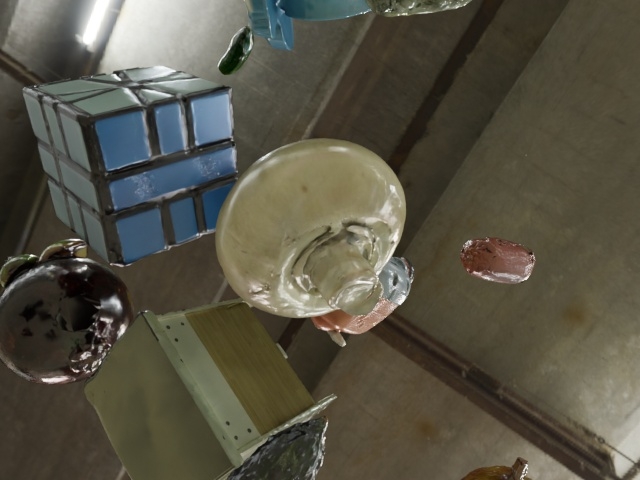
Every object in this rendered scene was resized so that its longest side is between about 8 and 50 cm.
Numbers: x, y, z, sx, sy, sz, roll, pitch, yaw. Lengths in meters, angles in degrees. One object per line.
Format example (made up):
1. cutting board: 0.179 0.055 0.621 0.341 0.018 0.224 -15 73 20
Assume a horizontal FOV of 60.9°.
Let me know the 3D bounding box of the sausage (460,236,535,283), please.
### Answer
1. sausage: 0.297 0.035 0.908 0.076 0.141 0.076 -26 -122 54

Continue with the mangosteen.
1. mangosteen: -0.570 0.163 1.197 0.310 0.311 0.312 3 -81 20

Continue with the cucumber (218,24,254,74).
1. cucumber: -0.137 -0.318 0.919 0.155 0.037 0.037 -24 -91 61

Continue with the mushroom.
1. mushroom: 0.000 0.000 0.663 0.246 0.246 0.202 -56 -133 19

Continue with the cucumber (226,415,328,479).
1. cucumber: -0.094 0.273 0.476 0.072 0.072 0.300 42 -106 10

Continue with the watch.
1. watch: 0.000 -0.363 0.741 0.193 0.211 0.211 -4 -83 7

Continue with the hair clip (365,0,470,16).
1. hair clip: 0.093 -0.388 0.543 0.138 0.091 0.322 -7 -101 4

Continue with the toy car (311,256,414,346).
1. toy car: 0.034 0.060 1.069 0.212 0.180 0.270 -49 -123 9

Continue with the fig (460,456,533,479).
1. fig: 0.208 0.287 0.581 0.119 0.119 0.153 38 -61 11

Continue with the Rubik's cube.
1. Rubik's cube: -0.346 -0.158 1.034 0.293 0.288 0.284 27 -50 43

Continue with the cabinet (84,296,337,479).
1. cabinet: -0.189 0.280 0.991 0.227 0.318 0.290 -48 -110 25
